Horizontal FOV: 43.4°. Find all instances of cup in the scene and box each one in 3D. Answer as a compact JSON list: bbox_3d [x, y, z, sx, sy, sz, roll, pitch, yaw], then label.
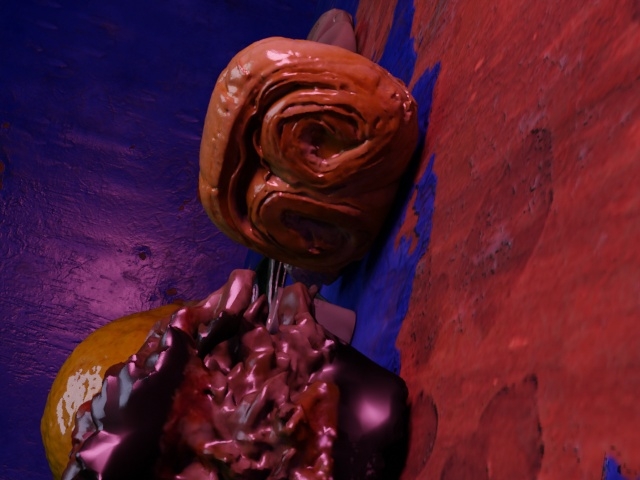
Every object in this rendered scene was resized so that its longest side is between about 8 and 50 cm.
[{"bbox_3d":[-0.012,0.081,0.820,0.075,0.083,0.054,-108,35,-76],"label":"cup"}]

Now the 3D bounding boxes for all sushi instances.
[{"bbox_3d":[-0.069,0.156,0.580,0.225,0.219,0.238,120,164,-45],"label":"sushi"}]

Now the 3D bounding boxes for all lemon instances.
[{"bbox_3d":[-0.271,0.278,1.326,0.350,0.350,0.387,-124,57,-80],"label":"lemon"}]

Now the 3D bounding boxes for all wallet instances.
[{"bbox_3d":[-0.114,0.108,1.613,0.236,0.055,0.160,126,153,-65],"label":"wallet"}]

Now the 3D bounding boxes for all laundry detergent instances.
[{"bbox_3d":[0.012,-0.315,1.444,0.253,0.091,0.181,-89,23,-63],"label":"laundry detergent"}]

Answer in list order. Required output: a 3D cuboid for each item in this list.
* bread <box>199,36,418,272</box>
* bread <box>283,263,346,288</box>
[{"bbox_3d":[-0.016,-0.083,0.771,0.120,0.198,0.236,-72,2,-53],"label":"bread"},{"bbox_3d":[0.002,-0.012,0.908,0.106,0.082,0.125,55,-144,-65],"label":"bread"}]
